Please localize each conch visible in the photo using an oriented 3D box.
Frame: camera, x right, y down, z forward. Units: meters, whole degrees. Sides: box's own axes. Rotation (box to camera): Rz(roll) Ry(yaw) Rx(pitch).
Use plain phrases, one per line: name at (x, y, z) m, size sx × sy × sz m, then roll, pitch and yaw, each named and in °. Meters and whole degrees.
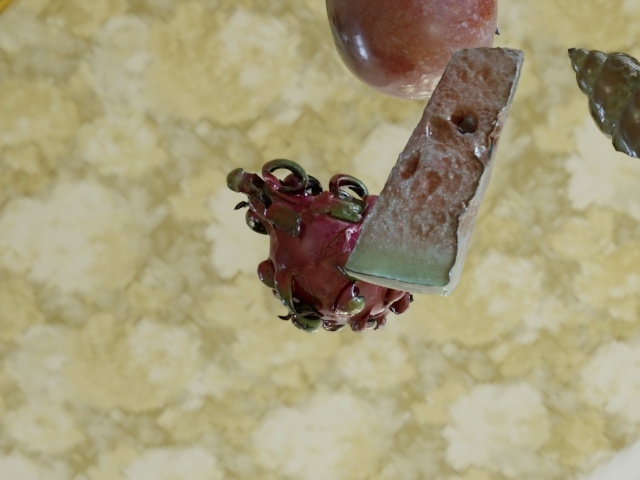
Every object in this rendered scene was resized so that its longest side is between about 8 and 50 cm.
conch at (0.361, -0.144, 1.776) m, size 0.116 × 0.106 × 0.173 m, roll -22°, pitch -136°, yaw -20°

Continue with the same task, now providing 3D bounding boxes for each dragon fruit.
dragon fruit at (0.008, 0.002, 2.212) m, size 0.218 × 0.198 × 0.272 m, roll -40°, pitch -114°, yaw 42°

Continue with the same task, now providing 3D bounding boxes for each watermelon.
watermelon at (0.121, -0.063, 1.468) m, size 0.094 × 0.154 × 0.241 m, roll 20°, pitch -87°, yaw 19°

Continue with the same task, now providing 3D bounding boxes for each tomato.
tomato at (0.122, -0.325, 2.286) m, size 0.227 × 0.270 × 0.270 m, roll -20°, pitch -158°, yaw -18°
